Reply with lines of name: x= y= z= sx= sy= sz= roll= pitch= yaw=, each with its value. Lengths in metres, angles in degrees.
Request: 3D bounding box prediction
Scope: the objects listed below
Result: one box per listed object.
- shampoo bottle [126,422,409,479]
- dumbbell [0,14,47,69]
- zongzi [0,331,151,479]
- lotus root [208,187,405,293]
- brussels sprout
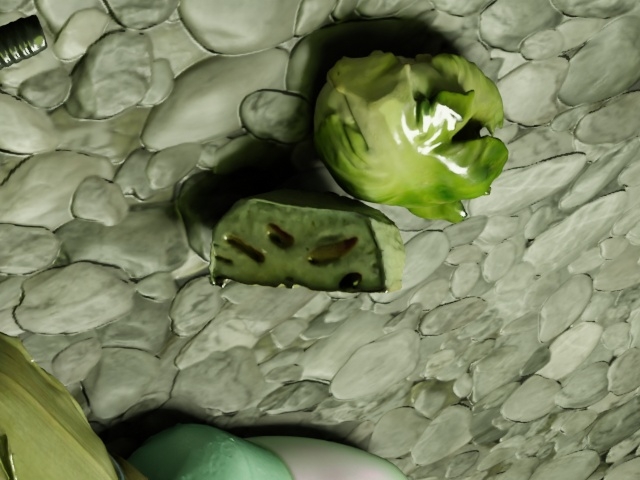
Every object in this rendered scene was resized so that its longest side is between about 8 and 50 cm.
shampoo bottle: x=-0.051 y=0.265 z=1.424 sx=0.222 sy=0.151 sz=0.349 roll=-40 pitch=143 yaw=15
dumbbell: x=-0.304 y=-0.054 z=0.855 sx=0.326 sy=0.143 sz=0.143 roll=-24 pitch=145 yaw=-8
zongzi: x=-0.253 y=0.291 z=1.220 sx=0.356 sy=0.174 sz=0.393 roll=-37 pitch=122 yaw=17
lotus root: x=-0.001 y=-0.004 z=1.170 sx=0.143 sy=0.070 sz=0.144 roll=2 pitch=-174 yaw=11
brussels sprout: x=0.064 y=-0.074 z=1.139 sx=0.139 sy=0.100 sz=0.181 roll=-20 pitch=162 yaw=18
